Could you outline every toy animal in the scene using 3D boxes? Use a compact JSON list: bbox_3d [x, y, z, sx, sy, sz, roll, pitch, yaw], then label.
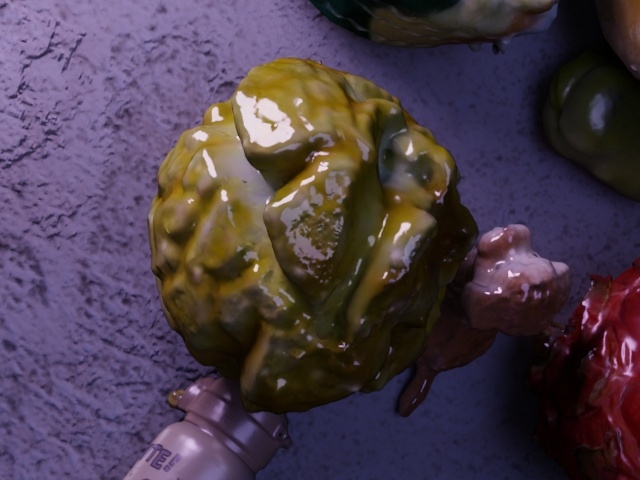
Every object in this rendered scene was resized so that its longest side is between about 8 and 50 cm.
[{"bbox_3d":[0.138,0.078,1.329,0.104,0.185,0.184,21,83,-26],"label":"toy animal"}]

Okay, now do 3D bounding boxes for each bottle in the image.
[{"bbox_3d":[-0.116,0.205,1.268,0.110,0.097,0.209,31,73,21],"label":"bottle"}]

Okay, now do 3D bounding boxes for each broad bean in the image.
[{"bbox_3d":[0.286,-0.111,1.457,0.174,0.082,0.124,23,81,-34],"label":"broad bean"}]

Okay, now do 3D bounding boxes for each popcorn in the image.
[{"bbox_3d":[-0.001,-0.007,1.222,0.247,0.282,0.282,42,72,13],"label":"popcorn"}]

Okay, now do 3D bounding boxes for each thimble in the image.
[{"bbox_3d":[0.093,-0.294,1.307,0.254,0.167,0.288,-44,108,-17],"label":"thimble"}]

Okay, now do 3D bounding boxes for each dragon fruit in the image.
[{"bbox_3d":[0.354,0.139,1.385,0.343,0.277,0.277,4,90,12],"label":"dragon fruit"}]

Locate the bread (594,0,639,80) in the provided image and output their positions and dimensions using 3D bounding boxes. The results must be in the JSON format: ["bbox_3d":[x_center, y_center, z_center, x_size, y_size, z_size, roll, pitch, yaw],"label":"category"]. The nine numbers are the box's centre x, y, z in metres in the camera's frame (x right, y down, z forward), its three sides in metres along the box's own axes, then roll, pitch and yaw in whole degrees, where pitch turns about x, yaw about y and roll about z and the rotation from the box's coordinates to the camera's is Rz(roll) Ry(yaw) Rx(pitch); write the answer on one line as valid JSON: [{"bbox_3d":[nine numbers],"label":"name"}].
[{"bbox_3d":[0.389,-0.252,1.426,0.305,0.159,0.305,15,63,-31],"label":"bread"}]
